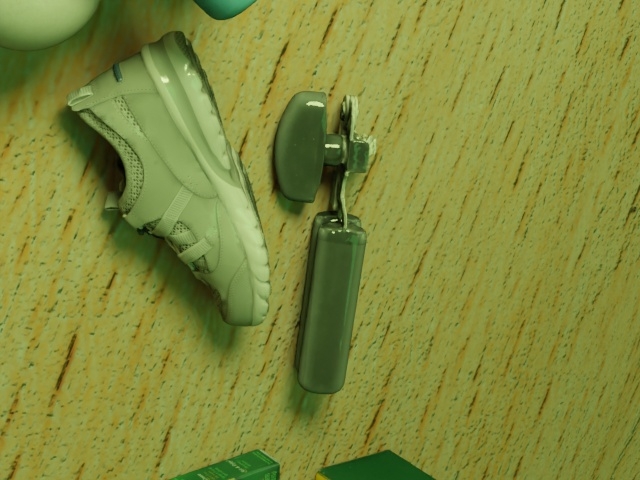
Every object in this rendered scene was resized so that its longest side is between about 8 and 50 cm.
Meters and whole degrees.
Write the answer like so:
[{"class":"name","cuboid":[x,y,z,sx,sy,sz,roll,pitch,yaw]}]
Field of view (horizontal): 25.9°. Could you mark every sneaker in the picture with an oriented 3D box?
[{"class":"sneaker","cuboid":[-0.118,-0.038,1.145,0.115,0.105,0.281,-19,124,1]}]

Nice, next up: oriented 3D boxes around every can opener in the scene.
[{"class":"can opener","cuboid":[0.000,0.000,1.263,0.093,0.074,0.280,2,106,-4]}]

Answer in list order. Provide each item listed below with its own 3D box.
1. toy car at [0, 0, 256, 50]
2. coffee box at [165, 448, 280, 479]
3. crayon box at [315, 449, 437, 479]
[{"class":"toy car","cuboid":[-0.186,-0.218,0.977,0.238,0.210,0.219,-39,118,15]},{"class":"coffee box","cuboid":[-0.121,0.271,1.274,0.184,0.040,0.113,-13,114,-35]},{"class":"crayon box","cuboid":[0.113,0.434,1.343,0.106,0.313,0.363,-10,112,-36]}]
